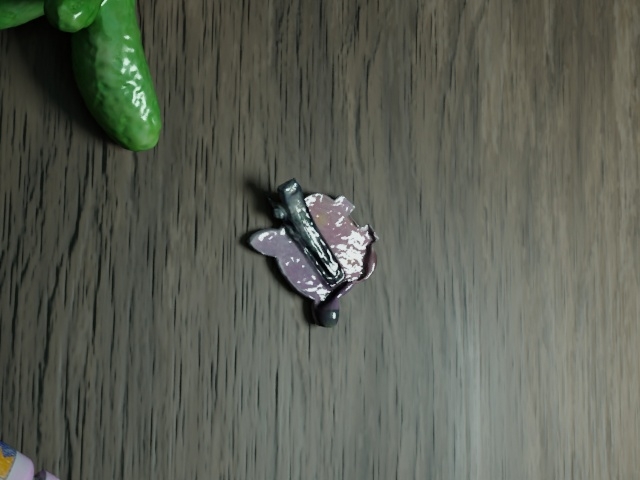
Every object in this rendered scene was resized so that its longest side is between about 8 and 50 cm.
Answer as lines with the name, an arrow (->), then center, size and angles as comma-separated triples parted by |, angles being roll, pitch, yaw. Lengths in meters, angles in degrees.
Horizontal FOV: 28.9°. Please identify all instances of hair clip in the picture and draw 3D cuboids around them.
hair clip -> -0.004, 0.000, 1.609 | 0.146, 0.056, 0.187 | -43, 108, -23

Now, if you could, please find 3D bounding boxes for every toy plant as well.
toy plant -> -0.237, -0.330, 1.479 | 0.317, 0.210, 0.356 | 35, 83, -16

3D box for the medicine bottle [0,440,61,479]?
medicine bottle -> -0.405, 0.280, 1.327 | 0.291, 0.178, 0.178 | 34, 71, -14
